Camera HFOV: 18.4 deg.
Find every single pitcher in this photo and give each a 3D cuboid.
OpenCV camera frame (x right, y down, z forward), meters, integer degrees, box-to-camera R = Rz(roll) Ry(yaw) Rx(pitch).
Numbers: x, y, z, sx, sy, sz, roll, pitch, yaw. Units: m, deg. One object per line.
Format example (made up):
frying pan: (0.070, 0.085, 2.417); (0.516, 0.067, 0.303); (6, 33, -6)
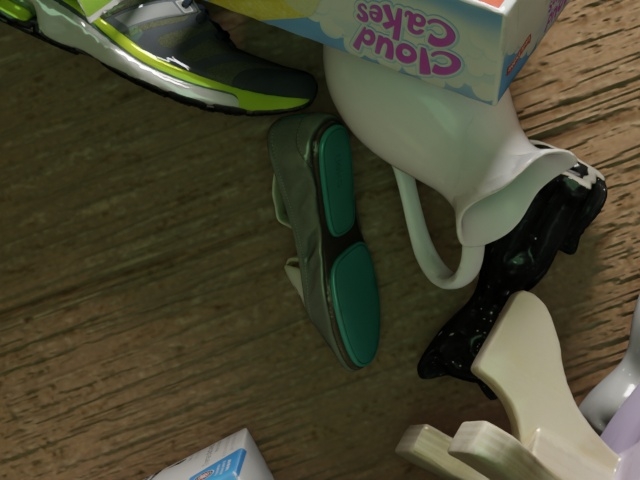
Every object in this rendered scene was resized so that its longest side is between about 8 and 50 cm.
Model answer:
pitcher: (0.081, -0.081, 1.509); (0.207, 0.125, 0.177); (54, 136, 24)

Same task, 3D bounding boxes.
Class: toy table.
toy table: (0.150, 0.187, 1.460); (0.161, 0.252, 0.274); (30, 69, -5)

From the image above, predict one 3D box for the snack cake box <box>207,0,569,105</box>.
snack cake box: (0.044, -0.215, 1.442); (0.264, 0.152, 0.089); (22, 139, 19)

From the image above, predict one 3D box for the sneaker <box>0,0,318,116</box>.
sneaker: (-0.134, -0.184, 1.525); (0.300, 0.111, 0.121); (25, 91, -6)

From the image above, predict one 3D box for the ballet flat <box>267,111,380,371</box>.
ballet flat: (0.000, 0.000, 1.568); (0.068, 0.072, 0.213); (3, 111, 34)

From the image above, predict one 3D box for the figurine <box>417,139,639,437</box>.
figurine: (0.209, 0.058, 1.563); (0.215, 0.092, 0.209); (25, 106, -2)

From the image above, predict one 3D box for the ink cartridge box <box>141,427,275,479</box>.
ink cartridge box: (-0.128, 0.238, 1.565); (0.191, 0.139, 0.082); (-26, 97, 5)

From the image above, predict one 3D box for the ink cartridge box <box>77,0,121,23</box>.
ink cartridge box: (-0.194, -0.311, 1.468); (0.189, 0.097, 0.255); (-42, 117, -33)
